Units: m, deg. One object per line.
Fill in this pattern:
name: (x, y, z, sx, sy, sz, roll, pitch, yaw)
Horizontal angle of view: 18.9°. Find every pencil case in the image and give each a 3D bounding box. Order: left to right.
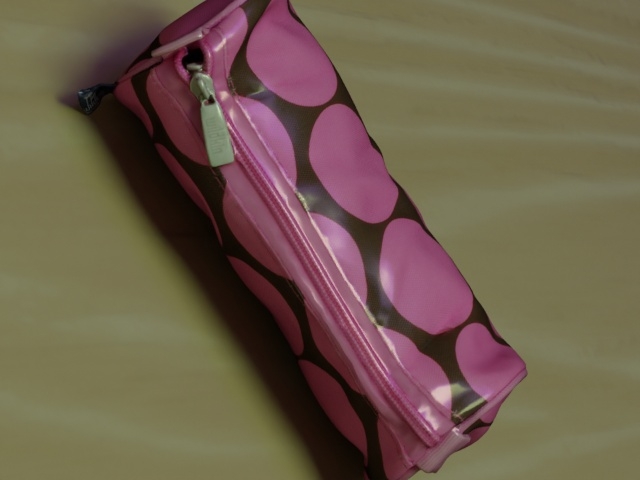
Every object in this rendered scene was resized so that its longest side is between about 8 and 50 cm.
pencil case: (0.000, 0.000, 0.771, 0.209, 0.095, 0.098, 55, -1, -6)
